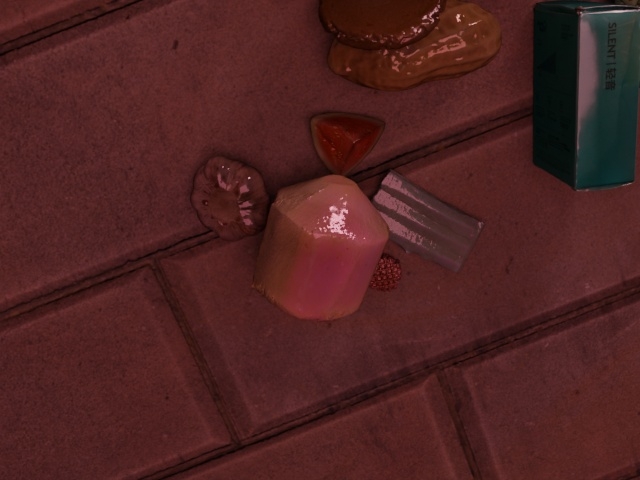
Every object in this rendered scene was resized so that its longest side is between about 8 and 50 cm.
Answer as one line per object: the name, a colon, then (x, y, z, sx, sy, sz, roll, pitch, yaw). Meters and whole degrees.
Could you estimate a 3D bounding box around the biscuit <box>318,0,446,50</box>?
biscuit: (0.101, -0.393, 1.353, 0.225, 0.226, 0.042, -18, 143, -2)

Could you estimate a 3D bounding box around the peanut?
peanut: (0.163, -0.337, 1.411, 0.305, 0.147, 0.147, -15, 109, -3)

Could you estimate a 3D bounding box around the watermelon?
watermelon: (0.058, -0.188, 1.468, 0.135, 0.094, 0.125, -26, 102, -3)

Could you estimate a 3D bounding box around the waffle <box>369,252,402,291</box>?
waffle: (0.120, 0.063, 1.593, 0.083, 0.029, 0.075, 25, 103, -12)

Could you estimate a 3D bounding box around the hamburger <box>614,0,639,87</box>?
hamburger: (0.640, -0.394, 1.448, 0.260, 0.150, 0.276, -6, 109, -4)

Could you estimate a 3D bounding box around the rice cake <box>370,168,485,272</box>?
rice cake: (0.198, -0.032, 1.564, 0.237, 0.043, 0.127, 26, 104, -14)

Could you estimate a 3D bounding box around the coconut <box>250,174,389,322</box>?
coconut: (0.000, 0.000, 1.455, 0.233, 0.233, 0.245, 17, 106, -13)

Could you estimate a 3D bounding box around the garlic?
garlic: (-0.161, -0.076, 1.472, 0.147, 0.102, 0.159, -37, 98, 20)

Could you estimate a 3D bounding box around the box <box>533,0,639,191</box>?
box: (0.467, -0.263, 1.439, 0.118, 0.205, 0.312, -8, 109, -7)
